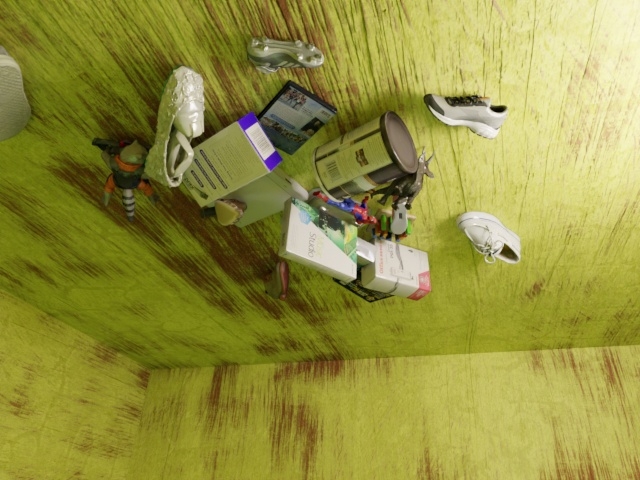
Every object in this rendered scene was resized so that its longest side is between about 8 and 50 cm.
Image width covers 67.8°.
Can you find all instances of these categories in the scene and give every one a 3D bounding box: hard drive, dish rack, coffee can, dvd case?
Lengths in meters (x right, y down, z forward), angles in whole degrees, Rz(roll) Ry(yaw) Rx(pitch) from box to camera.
[{"bbox_3d":[-0.257,-0.169,1.827,0.353,0.047,0.233,-19,142,31],"label":"hard drive"},{"bbox_3d":[0.016,-0.070,1.945,0.286,0.072,0.333,21,145,-27],"label":"dish rack"},{"bbox_3d":[0.139,-0.260,1.509,0.275,0.201,0.201,-20,141,32],"label":"coffee can"},{"bbox_3d":[-0.094,-0.379,1.504,0.180,0.022,0.253,24,142,-29],"label":"dvd case"}]

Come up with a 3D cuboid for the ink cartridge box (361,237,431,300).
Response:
[{"bbox_3d":[0.331,0.128,2.103,0.283,0.207,0.117,16,145,-20],"label":"ink cartridge box"}]

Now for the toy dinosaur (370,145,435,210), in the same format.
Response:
[{"bbox_3d":[0.296,-0.186,1.679,0.121,0.160,0.313,45,154,-4],"label":"toy dinosaur"}]

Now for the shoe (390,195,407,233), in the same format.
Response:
[{"bbox_3d":[0.305,-0.109,1.833,0.064,0.081,0.178,3,139,7],"label":"shoe"}]

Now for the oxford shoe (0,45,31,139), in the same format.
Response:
[{"bbox_3d":[-0.967,-0.429,1.405,0.130,0.169,0.449,54,144,-1],"label":"oxford shoe"}]

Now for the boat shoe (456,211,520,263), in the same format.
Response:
[{"bbox_3d":[0.695,0.014,1.944,0.367,0.156,0.136,26,141,-33],"label":"boat shoe"}]

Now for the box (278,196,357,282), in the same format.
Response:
[{"bbox_3d":[0.000,0.000,1.771,0.322,0.232,0.058,24,144,-31],"label":"box"}]

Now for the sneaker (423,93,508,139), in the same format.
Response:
[{"bbox_3d":[0.424,-0.389,1.397,0.272,0.100,0.108,11,133,-19],"label":"sneaker"}]

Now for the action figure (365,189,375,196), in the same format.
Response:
[{"bbox_3d":[0.147,-0.191,1.782,0.115,0.030,0.038,17,150,-18],"label":"action figure"}]

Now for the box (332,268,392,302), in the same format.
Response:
[{"bbox_3d":[0.257,0.191,2.335,0.257,0.079,0.322,-21,141,36],"label":"box"}]

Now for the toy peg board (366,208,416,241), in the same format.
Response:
[{"bbox_3d":[0.288,-0.042,1.959,0.161,0.079,0.160,10,147,-11],"label":"toy peg board"}]

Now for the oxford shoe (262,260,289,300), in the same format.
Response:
[{"bbox_3d":[-0.226,0.205,2.354,0.130,0.122,0.348,9,147,-1],"label":"oxford shoe"}]

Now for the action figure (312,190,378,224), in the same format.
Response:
[{"bbox_3d":[0.123,-0.135,1.768,0.280,0.091,0.139,30,162,-29],"label":"action figure"}]

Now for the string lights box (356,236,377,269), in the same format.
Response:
[{"bbox_3d":[0.120,0.069,2.083,0.133,0.076,0.260,27,154,-17],"label":"string lights box"}]

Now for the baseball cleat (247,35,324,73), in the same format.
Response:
[{"bbox_3d":[-0.096,-0.495,1.293,0.206,0.072,0.109,12,161,-7],"label":"baseball cleat"}]

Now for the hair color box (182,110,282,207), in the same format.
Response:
[{"bbox_3d":[-0.312,-0.258,1.564,0.339,0.110,0.185,-21,111,32],"label":"hair color box"}]

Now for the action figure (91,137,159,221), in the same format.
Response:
[{"bbox_3d":[-0.618,-0.217,1.658,0.342,0.178,0.330,8,148,-14],"label":"action figure"}]

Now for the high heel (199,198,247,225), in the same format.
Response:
[{"bbox_3d":[-0.292,-0.114,1.700,0.186,0.093,0.261,-16,-166,-39],"label":"high heel"}]

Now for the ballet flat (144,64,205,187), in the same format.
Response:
[{"bbox_3d":[-0.419,-0.322,1.441,0.147,0.147,0.409,16,132,-20],"label":"ballet flat"}]
